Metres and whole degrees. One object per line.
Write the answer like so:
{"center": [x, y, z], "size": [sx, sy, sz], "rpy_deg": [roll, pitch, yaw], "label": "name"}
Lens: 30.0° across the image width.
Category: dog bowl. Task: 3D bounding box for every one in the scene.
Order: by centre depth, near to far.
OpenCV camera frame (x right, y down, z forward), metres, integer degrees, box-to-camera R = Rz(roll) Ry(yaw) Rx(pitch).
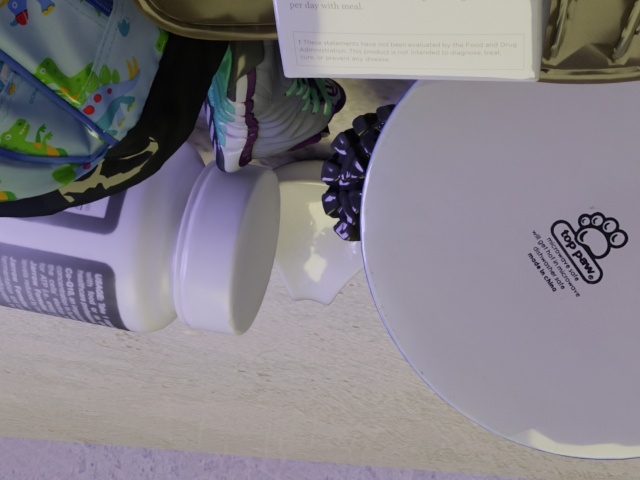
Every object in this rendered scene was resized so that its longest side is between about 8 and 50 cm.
{"center": [0.161, -0.011, 0.701], "size": [0.264, 0.265, 0.104], "rpy_deg": [0, -164, 22], "label": "dog bowl"}

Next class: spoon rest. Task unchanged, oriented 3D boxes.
{"center": [0.000, 0.000, 1.098], "size": [0.137, 0.084, 0.276], "rpy_deg": [7, 162, 1], "label": "spoon rest"}

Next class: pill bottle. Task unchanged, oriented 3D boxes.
{"center": [-0.185, -0.014, 0.968], "size": [0.283, 0.161, 0.161], "rpy_deg": [10, 162, 11], "label": "pill bottle"}

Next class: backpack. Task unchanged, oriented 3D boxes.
{"center": [-0.266, -0.134, 0.605], "size": [0.290, 0.273, 0.355], "rpy_deg": [5, 150, 28], "label": "backpack"}

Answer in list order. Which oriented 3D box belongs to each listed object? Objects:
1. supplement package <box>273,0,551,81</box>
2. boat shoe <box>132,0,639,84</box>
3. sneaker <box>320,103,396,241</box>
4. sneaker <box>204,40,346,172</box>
{"center": [0.035, -0.162, 0.445], "size": [0.105, 0.105, 0.179], "rpy_deg": [4, 128, 14], "label": "supplement package"}
{"center": [0.059, -0.156, 0.585], "size": [0.307, 0.104, 0.111], "rpy_deg": [9, 134, 7], "label": "boat shoe"}
{"center": [0.181, -0.060, 0.830], "size": [0.343, 0.134, 0.146], "rpy_deg": [-3, 180, 23], "label": "sneaker"}
{"center": [-0.028, -0.114, 0.816], "size": [0.098, 0.083, 0.224], "rpy_deg": [-11, 169, -8], "label": "sneaker"}
